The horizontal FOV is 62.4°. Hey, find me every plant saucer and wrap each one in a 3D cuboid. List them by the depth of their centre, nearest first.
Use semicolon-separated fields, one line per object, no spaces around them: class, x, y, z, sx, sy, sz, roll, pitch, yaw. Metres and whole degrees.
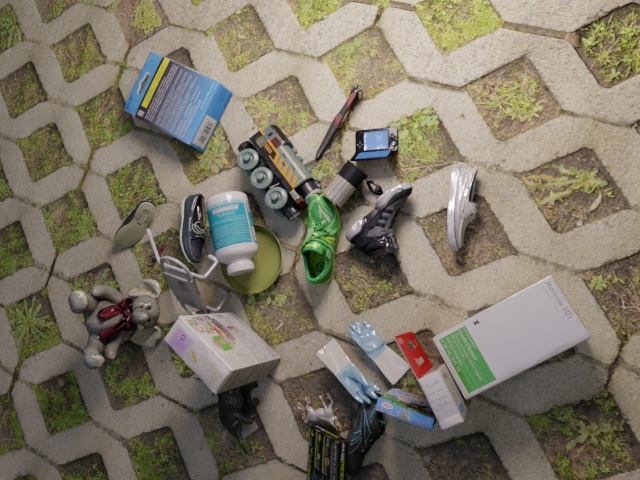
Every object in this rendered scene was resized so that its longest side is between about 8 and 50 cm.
plant saucer;-0.235;0.064;1.829;0.240;0.037;0.241;-2;84;20

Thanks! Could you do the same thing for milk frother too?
milk frother;0.106;-0.157;1.683;0.143;0.129;0.135;41;96;24

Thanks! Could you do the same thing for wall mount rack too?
wall mount rack;-0.475;0.112;1.805;0.304;0.350;0.131;18;54;17

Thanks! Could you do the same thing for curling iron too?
curling iron;0.063;-0.393;1.765;0.035;0.068;0.274;35;101;18

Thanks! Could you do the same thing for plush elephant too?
plush elephant;-0.687;0.271;1.868;0.255;0.330;0.272;-10;94;-4

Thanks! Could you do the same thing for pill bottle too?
pill bottle;-0.290;-0.020;1.760;0.146;0.146;0.264;-17;78;17

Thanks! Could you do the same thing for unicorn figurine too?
unicorn figurine;0.007;0.548;1.686;0.161;0.060;0.111;-18;79;34

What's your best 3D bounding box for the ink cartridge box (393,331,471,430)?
ink cartridge box;0.317;0.362;1.461;0.066;0.296;0.261;-30;75;13

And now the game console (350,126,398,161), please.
game console;0.172;-0.310;1.698;0.143;0.085;0.124;-1;84;19

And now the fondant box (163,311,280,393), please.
fondant box;-0.299;0.342;1.666;0.238;0.330;0.096;40;98;20

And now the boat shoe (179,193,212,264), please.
boat shoe;-0.443;-0.043;1.888;0.079;0.095;0.255;-14;71;29

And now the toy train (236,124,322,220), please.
toy train;-0.140;-0.230;1.780;0.190;0.142;0.334;-37;74;3

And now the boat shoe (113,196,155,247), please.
boat shoe;-0.701;-0.065;2.000;0.233;0.084;0.079;-48;33;16

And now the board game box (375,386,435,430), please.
board game box;0.260;0.478;1.515;0.160;0.211;0.039;15;88;20

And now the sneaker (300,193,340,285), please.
sneaker;0.000;0.000;1.691;0.109;0.123;0.296;0;94;16

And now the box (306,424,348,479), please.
box;0.019;0.683;1.613;0.184;0.045;0.191;-9;78;63

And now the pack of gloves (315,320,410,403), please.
pack of gloves;0.131;0.367;1.623;0.195;0.046;0.232;-41;71;-14

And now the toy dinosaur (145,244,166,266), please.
toy dinosaur;-0.616;0.059;1.965;0.090;0.047;0.082;-2;102;9

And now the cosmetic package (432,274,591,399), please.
cosmetic package;0.526;0.269;1.474;0.365;0.155;0.197;-34;72;15

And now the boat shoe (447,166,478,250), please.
boat shoe;0.429;-0.096;1.579;0.084;0.095;0.258;2;86;24

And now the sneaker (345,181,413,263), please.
sneaker;0.216;-0.049;1.650;0.268;0.101;0.153;-44;73;16

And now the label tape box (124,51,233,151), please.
label tape box;-0.531;-0.516;1.959;0.347;0.115;0.249;29;94;23

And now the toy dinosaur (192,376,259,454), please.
toy dinosaur;-0.291;0.552;1.773;0.160;0.121;0.314;-25;81;28

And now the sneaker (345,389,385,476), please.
sneaker;0.136;0.589;1.608;0.106;0.101;0.268;9;88;18
